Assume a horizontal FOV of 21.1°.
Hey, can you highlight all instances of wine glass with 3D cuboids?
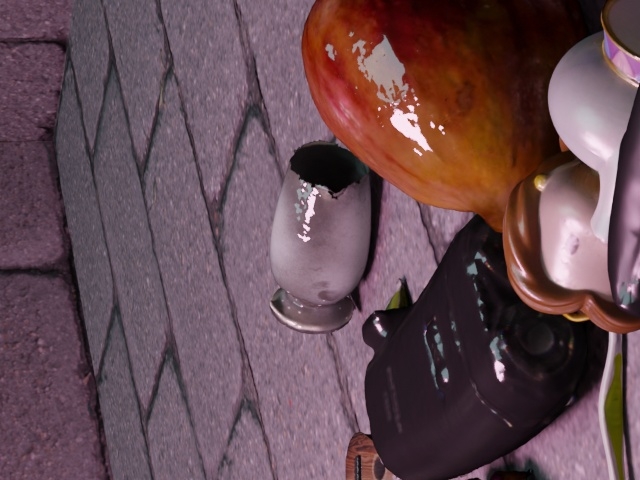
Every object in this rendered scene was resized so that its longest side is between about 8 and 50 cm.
[{"bbox_3d":[0.000,0.000,1.900,0.111,0.111,0.204,-116,28,-51],"label":"wine glass"}]

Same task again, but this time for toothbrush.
[{"bbox_3d":[0.233,0.142,1.349,0.026,0.022,0.263,-16,76,57],"label":"toothbrush"}]

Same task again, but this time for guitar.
[{"bbox_3d":[0.094,0.232,1.763,0.271,0.038,0.084,156,113,-66],"label":"guitar"}]

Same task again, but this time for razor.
[{"bbox_3d":[0.133,0.100,1.510,0.327,0.107,0.189,127,137,-62],"label":"razor"}]

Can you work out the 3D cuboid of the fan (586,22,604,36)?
[{"bbox_3d":[0.223,-0.156,1.368,0.083,0.004,0.056,-111,26,-46],"label":"fan"}]

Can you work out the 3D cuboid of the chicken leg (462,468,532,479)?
[{"bbox_3d":[0.111,0.313,1.638,0.407,0.096,0.158,138,132,-70],"label":"chicken leg"}]

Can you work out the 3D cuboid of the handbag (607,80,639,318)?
[{"bbox_3d":[0.279,-0.048,0.774,0.088,0.275,0.244,-80,-1,-59],"label":"handbag"}]

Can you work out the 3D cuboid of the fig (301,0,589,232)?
[{"bbox_3d":[0.109,-0.136,1.382,0.263,0.224,0.224,43,135,44],"label":"fig"}]

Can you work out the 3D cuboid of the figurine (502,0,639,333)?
[{"bbox_3d":[0.212,-0.044,1.211,0.189,0.142,0.263,-65,-9,-47],"label":"figurine"}]

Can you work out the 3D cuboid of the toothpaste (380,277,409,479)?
[{"bbox_3d":[0.078,0.149,1.746,0.248,0.047,0.078,-92,18,-46],"label":"toothpaste"}]
